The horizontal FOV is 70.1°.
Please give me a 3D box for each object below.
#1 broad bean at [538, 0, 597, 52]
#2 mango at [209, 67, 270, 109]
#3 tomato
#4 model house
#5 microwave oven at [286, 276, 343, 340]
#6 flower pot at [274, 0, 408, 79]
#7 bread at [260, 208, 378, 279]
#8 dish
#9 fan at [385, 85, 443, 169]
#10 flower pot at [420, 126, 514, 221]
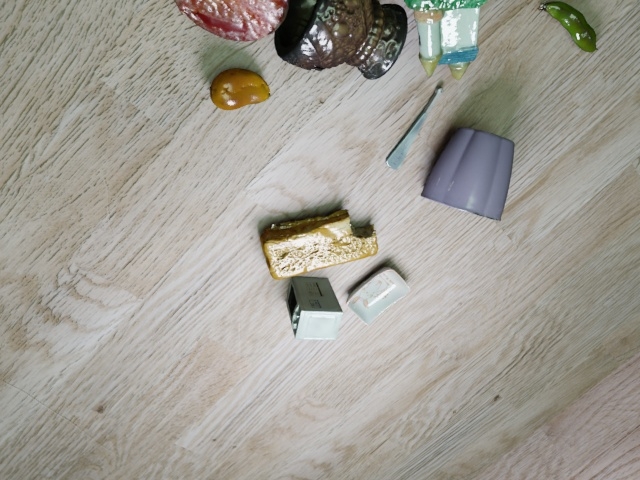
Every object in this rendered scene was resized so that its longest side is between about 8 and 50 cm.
[{"bbox_3d":[0.749,-0.640,1.351,0.254,0.046,0.065,26,116,-23],"label":"broad bean"},{"bbox_3d":[-0.218,-0.406,1.218,0.159,0.084,0.105,-20,124,-28],"label":"mango"},{"bbox_3d":[-0.201,-0.635,1.050,0.308,0.170,0.309,2,152,1],"label":"tomato"},{"bbox_3d":[0.322,-0.557,1.198,0.193,0.267,0.325,-5,141,13],"label":"model house"},{"bbox_3d":[-0.025,0.228,1.534,0.162,0.208,0.123,6,116,-17],"label":"microwave oven"},{"bbox_3d":[0.056,-0.534,1.128,0.266,0.267,0.267,11,115,-32],"label":"flower pot"},{"bbox_3d":[0.000,0.000,1.479,0.379,0.109,0.186,-13,116,-8],"label":"bread"},{"bbox_3d":[0.200,0.186,1.645,0.212,0.077,0.151,-40,121,9],"label":"dish"},{"bbox_3d":[0.297,-0.345,1.415,0.057,0.023,0.282,25,111,-23],"label":"fan"},{"bbox_3d":[0.473,-0.209,1.410,0.264,0.265,0.243,15,103,-21],"label":"flower pot"}]
